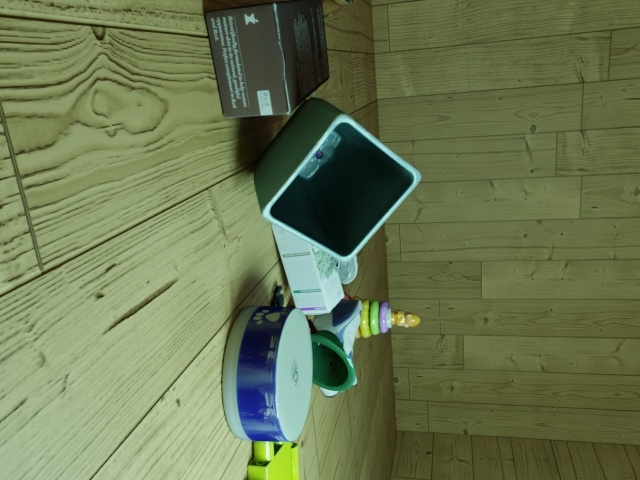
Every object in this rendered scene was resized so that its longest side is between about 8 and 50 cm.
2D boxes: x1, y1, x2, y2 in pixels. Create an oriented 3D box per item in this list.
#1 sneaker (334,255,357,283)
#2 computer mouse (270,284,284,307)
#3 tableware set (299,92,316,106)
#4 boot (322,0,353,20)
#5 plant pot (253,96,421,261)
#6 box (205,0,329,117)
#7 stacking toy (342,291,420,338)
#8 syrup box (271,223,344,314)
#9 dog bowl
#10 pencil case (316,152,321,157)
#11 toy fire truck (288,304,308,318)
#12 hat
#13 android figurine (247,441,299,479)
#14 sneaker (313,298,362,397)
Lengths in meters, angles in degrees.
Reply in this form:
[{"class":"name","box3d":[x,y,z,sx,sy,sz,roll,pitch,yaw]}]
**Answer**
[{"class":"sneaker","box3d":[0.000,0.000,1.475,0.281,0.105,0.115,61,34,-4]},{"class":"computer mouse","box3d":[-0.088,0.225,1.263,0.071,0.041,0.242,9,80,-75]},{"class":"tableware set","box3d":[-0.006,-0.372,1.544,0.194,0.039,0.128,56,32,-36]},{"class":"boot","box3d":[0.005,-0.640,1.493,0.073,0.152,0.197,64,19,-6]},{"class":"plant pot","box3d":[0.005,-0.153,1.152,0.248,0.247,0.252,30,17,-36]},{"class":"box","box3d":[-0.088,-0.388,1.118,0.381,0.143,0.191,-67,153,-63]},{"class":"stacking toy","box3d":[0.177,0.254,1.792,0.175,0.302,0.166,68,25,-53]},{"class":"syrup box","box3d":[-0.028,0.052,1.303,0.093,0.096,0.237,-38,117,-56]},{"class":"dog bowl","box3d":[-0.097,0.264,1.090,0.265,0.104,0.265,-1,90,-76]},{"class":"pencil case","box3d":[0.007,-0.193,1.568,0.236,0.104,0.104,-1,89,-75]},{"class":"toy fire truck","box3d":[-0.044,0.122,1.436,0.192,0.047,0.135,-39,127,-74]},{"class":"hat","box3d":[0.033,0.260,1.418,0.183,0.208,0.173,-45,160,-49]},{"class":"android figurine","box3d":[-0.100,0.531,1.164,0.248,0.056,0.273,-3,90,-76]},{"class":"sneaker","box3d":[0.045,0.335,1.617,0.315,0.127,0.182,-67,148,-45]}]
